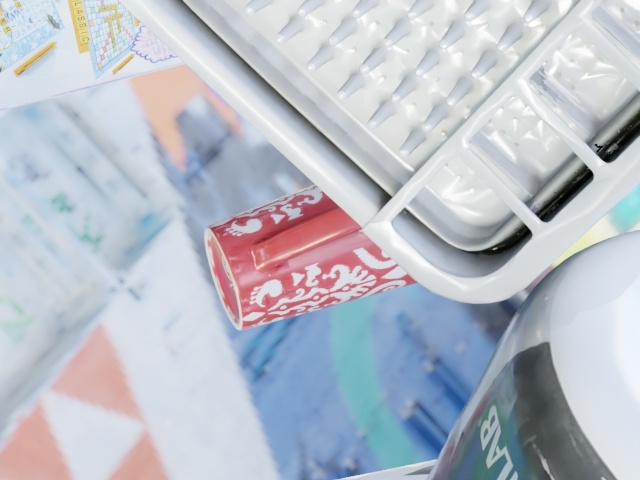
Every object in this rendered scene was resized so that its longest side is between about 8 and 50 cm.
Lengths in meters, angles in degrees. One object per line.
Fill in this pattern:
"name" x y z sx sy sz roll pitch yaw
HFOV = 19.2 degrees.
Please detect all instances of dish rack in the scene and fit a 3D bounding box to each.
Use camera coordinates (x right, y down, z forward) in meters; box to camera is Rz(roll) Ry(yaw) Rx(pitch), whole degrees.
"dish rack" 0.058 -0.153 1.050 0.285 0.333 0.072 -47 -179 39

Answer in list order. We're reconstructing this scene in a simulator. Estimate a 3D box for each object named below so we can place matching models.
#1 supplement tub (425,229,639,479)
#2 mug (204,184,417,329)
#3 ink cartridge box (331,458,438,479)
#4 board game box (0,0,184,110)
"supplement tub" 0.087 0.169 0.555 0.316 0.193 0.193 -66 176 33
"mug" -0.004 -0.006 1.555 0.169 0.113 0.150 -18 144 -12
"ink cartridge box" 0.055 0.321 1.586 0.395 0.166 0.285 -11 -163 -1
"board game box" -0.256 -0.249 1.683 0.318 0.066 0.319 -14 146 -3
